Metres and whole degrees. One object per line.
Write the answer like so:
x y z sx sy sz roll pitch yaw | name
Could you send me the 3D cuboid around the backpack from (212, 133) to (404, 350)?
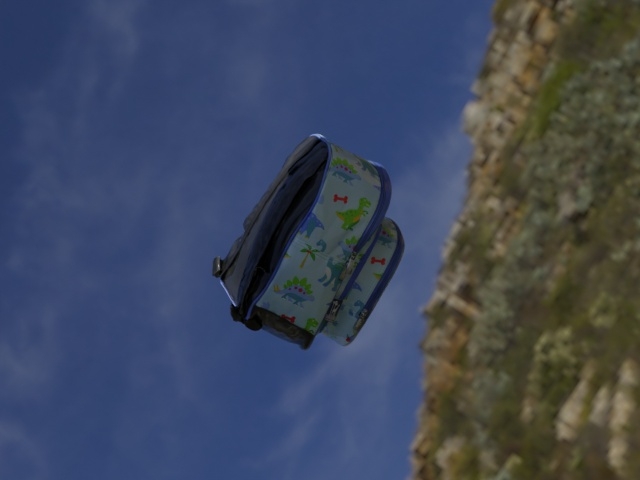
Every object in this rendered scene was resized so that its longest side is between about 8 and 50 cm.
0.000 0.000 0.993 0.084 0.105 0.114 25 -79 -18 | backpack
